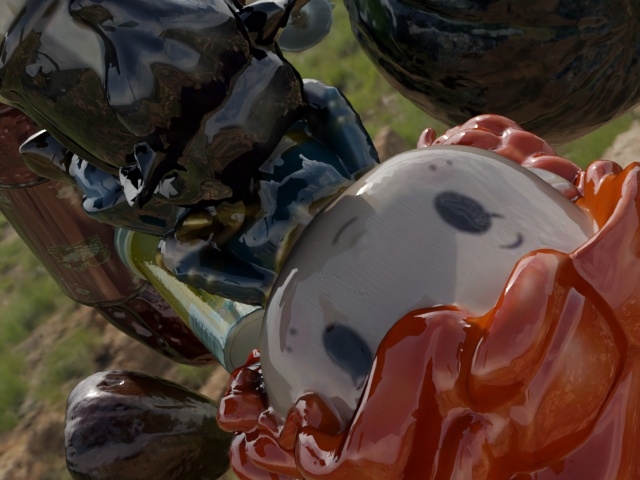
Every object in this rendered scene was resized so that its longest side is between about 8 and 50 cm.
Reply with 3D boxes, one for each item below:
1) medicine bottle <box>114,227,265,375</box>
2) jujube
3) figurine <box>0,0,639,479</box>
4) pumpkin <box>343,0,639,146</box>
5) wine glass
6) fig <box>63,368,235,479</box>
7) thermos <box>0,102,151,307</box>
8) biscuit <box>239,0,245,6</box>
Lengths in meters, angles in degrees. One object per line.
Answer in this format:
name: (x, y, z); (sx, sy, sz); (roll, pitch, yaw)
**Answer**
medicine bottle: (-0.089, 0.034, 0.881); (0.074, 0.074, 0.218); (-34, 35, -12)
jujube: (-0.181, 0.038, 1.373); (0.243, 0.183, 0.183); (34, 56, 19)
figurine: (-0.007, -0.009, 0.547); (0.241, 0.412, 0.306); (-46, 1, -19)
pumpkin: (0.187, -0.256, 0.971); (0.363, 0.363, 0.266); (-34, 50, -11)
wine glass: (-0.044, -0.329, 1.430); (0.103, 0.103, 0.222); (-30, -22, -3)
fig: (-0.154, 0.224, 1.299); (0.274, 0.146, 0.170); (3, 10, -19)
thermos: (-0.203, -0.056, 0.925); (0.136, 0.330, 0.109); (11, 66, 13)
biscuit: (-0.117, -0.233, 1.049); (0.047, 0.320, 0.183); (-10, 0, -26)
